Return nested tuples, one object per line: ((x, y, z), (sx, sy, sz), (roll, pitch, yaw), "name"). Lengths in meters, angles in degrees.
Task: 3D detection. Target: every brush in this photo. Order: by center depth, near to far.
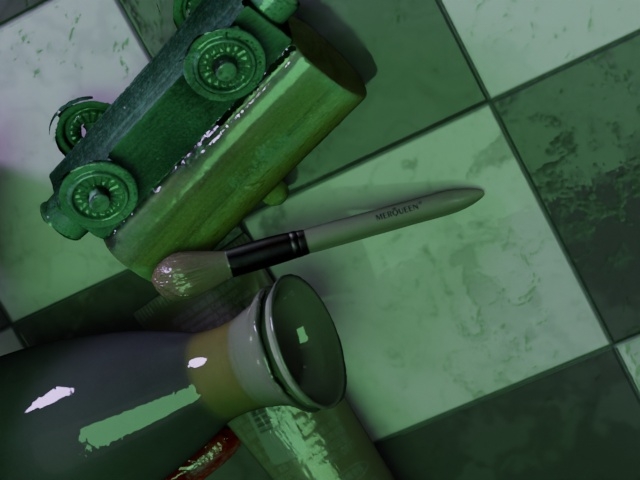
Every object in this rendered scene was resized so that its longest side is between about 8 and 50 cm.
((0.000, 0.000, 1.406), (0.299, 0.039, 0.042), (-14, 102, -8), "brush")

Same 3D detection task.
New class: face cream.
((-0.022, 0.168, 1.491), (0.137, 0.084, 0.341), (-35, 92, 19), "face cream")

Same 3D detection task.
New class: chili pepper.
((-0.176, 0.247, 1.553), (0.268, 0.050, 0.059), (-30, 97, 16), "chili pepper")

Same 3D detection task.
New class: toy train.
((-0.103, -0.099, 1.395), (0.189, 0.126, 0.307), (29, 115, -37), "toy train")

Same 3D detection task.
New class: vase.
((-0.143, 0.135, 1.416), (0.321, 0.173, 0.173), (-23, 105, 26), "vase")
